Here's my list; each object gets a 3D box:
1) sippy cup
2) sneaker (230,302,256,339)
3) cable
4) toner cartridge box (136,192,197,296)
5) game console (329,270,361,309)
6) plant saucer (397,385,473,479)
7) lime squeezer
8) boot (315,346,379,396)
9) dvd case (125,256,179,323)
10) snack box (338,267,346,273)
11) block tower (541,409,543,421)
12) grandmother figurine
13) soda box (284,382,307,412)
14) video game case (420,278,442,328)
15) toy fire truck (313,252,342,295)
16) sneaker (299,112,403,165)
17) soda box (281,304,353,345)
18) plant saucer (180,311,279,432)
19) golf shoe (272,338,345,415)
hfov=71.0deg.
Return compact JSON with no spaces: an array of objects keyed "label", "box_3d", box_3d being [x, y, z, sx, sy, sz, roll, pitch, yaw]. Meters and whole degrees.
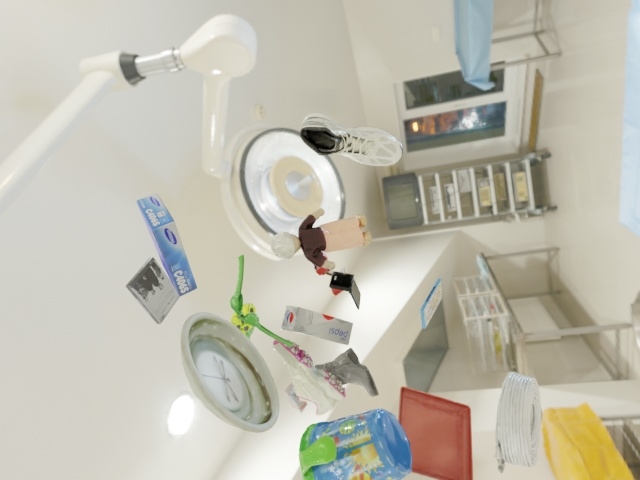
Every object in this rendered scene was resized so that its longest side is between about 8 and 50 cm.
[{"label":"sippy cup","box_3d":[0.101,0.546,1.142,0.240,0.224,0.305,57,-158,6]},{"label":"sneaker","box_3d":[-0.359,0.384,2.090,0.123,0.109,0.296,-76,5,-52]},{"label":"cable","box_3d":[0.582,0.520,1.310,0.257,0.089,0.257,0,-91,-55]},{"label":"toner cartridge box","box_3d":[-0.520,0.023,1.540,0.165,0.075,0.348,48,153,34]},{"label":"game console","box_3d":[0.081,0.159,1.444,0.122,0.107,0.071,-68,-12,-70]},{"label":"plant saucer","box_3d":[0.360,0.632,1.445,0.048,0.258,0.259,114,172,-49]},{"label":"lime squeezer","box_3d":[-0.202,0.204,1.349,0.310,0.110,0.059,60,171,4]},{"label":"boot","box_3d":[0.116,0.655,2.091,0.118,0.222,0.338,69,168,-21]},{"label":"dvd case","box_3d":[-0.722,0.220,1.961,0.239,0.029,0.179,66,-147,-33]},{"label":"snack box","box_3d":[0.111,0.196,2.363,0.178,0.022,0.064,115,147,-70]},{"label":"block tower","box_3d":[0.801,0.678,1.752,0.335,0.091,0.097,5,-109,-60]},{"label":"grandmother figurine","box_3d":[0.000,0.000,1.488,0.104,0.342,0.208,-53,51,57]},{"label":"soda box","box_3d":[-0.124,0.803,2.287,0.058,0.063,0.183,-49,-39,-29]},{"label":"video game case","box_3d":[0.429,0.243,1.731,0.166,0.015,0.119,-50,-38,-32]},{"label":"toy fire truck","box_3d":[0.029,0.128,1.884,0.135,0.047,0.192,43,-162,-31]},{"label":"sneaker","box_3d":[0.119,-0.373,1.823,0.257,0.447,0.169,-75,2,-61]},{"label":"soda box","box_3d":[-0.009,0.334,1.763,0.286,0.091,0.098,23,-106,-34]},{"label":"plant saucer","box_3d":[-0.286,0.401,1.330,0.400,0.100,0.400,50,-171,-11]},{"label":"golf shoe","box_3d":[-0.062,0.461,1.518,0.306,0.140,0.115,41,-175,8]}]
